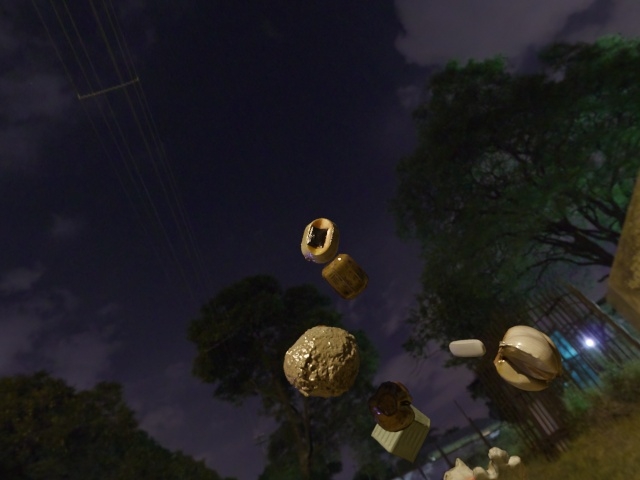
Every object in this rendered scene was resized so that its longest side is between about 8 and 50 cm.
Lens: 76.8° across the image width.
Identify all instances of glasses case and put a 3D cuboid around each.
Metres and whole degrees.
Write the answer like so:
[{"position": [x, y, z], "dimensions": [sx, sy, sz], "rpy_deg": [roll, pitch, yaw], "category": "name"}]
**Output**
[{"position": [0.845, 0.623, 2.332], "dimensions": [0.059, 0.092, 0.233], "rpy_deg": [-23, -4, -33], "category": "glasses case"}]

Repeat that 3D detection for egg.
[{"position": [0.012, 0.459, 1.532], "dimensions": [0.310, 0.279, 0.279], "rpy_deg": [-25, -32, -36], "category": "egg"}]

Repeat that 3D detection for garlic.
[{"position": [0.712, 0.393, 1.356], "dimensions": [0.185, 0.203, 0.281], "rpy_deg": [-40, -39, -32], "category": "garlic"}]

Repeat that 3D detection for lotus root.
[{"position": [0.291, 0.659, 1.618], "dimensions": [0.193, 0.193, 0.291], "rpy_deg": [-33, -33, 8], "category": "lotus root"}]

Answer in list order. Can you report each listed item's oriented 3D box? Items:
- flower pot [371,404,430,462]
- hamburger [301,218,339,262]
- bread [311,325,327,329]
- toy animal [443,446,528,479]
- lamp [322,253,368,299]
[{"position": [0.376, 0.868, 1.872], "dimensions": [0.239, 0.209, 0.189], "rpy_deg": [27, -90, -10], "category": "flower pot"}, {"position": [0.000, 0.000, 1.878], "dimensions": [0.173, 0.210, 0.116], "rpy_deg": [4, -24, 13], "category": "hamburger"}, {"position": [-0.018, 0.614, 2.390], "dimensions": [0.143, 0.195, 0.270], "rpy_deg": [36, -47, -25], "category": "bread"}, {"position": [0.517, 0.763, 1.302], "dimensions": [0.266, 0.307, 0.188], "rpy_deg": [-2, 9, 17], "category": "toy animal"}, {"position": [0.108, 0.158, 1.762], "dimensions": [0.161, 0.185, 0.161], "rpy_deg": [-44, 2, 2], "category": "lamp"}]
